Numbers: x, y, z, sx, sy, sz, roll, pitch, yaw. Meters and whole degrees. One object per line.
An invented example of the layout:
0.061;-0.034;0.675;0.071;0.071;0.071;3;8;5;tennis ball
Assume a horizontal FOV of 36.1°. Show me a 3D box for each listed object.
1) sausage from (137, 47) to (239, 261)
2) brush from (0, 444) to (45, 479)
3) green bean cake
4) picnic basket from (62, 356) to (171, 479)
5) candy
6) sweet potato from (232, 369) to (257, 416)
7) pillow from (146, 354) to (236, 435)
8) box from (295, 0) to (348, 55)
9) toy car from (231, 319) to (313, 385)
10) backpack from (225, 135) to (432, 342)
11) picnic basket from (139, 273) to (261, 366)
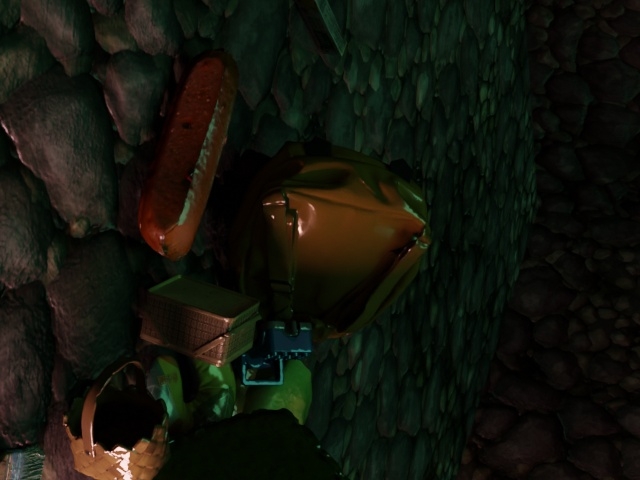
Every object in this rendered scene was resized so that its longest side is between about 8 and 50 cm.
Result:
-0.195;-0.131;1.453;0.102;0.102;0.330;47;54;-62;sausage
-0.406;0.288;1.196;0.196;0.021;0.070;20;78;-67;brush
-0.118;0.437;1.431;0.335;0.319;0.218;-16;137;-30;green bean cake
-0.278;0.238;1.330;0.128;0.137;0.179;-54;151;-47;picnic basket
-0.120;0.354;1.779;0.142;0.131;0.344;62;37;-28;candy
-0.149;0.253;1.758;0.065;0.051;0.218;-43;-161;44;sweet potato
-0.215;0.255;1.582;0.233;0.086;0.214;-41;125;-54;pillow
-0.003;-0.424;1.865;0.041;0.049;0.207;-70;155;-18;box
-0.093;0.194;1.671;0.097;0.191;0.100;7;70;-35;toy car
-0.002;0.003;1.687;0.201;0.353;0.378;-88;-158;-51;backpack
-0.183;0.119;1.491;0.115;0.164;0.080;-26;131;-64;picnic basket
